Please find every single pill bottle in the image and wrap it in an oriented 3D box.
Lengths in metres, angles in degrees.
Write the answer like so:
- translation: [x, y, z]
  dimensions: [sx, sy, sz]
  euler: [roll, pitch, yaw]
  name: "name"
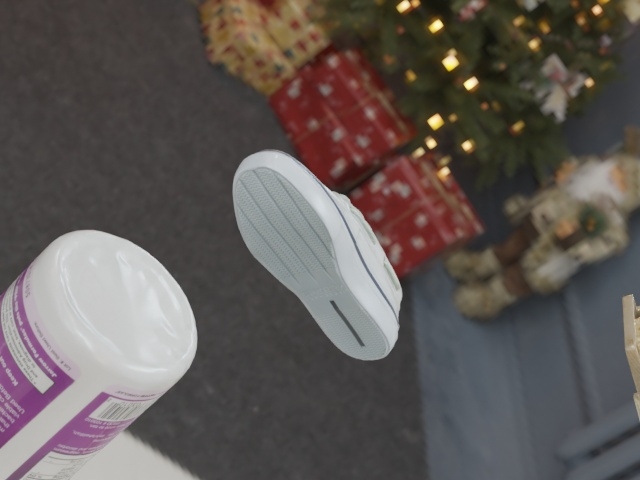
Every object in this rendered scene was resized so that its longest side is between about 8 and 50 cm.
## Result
- translation: [-0.265, 0.138, 1.391]
  dimensions: [0.169, 0.301, 0.169]
  euler: [33, 33, -25]
  name: "pill bottle"

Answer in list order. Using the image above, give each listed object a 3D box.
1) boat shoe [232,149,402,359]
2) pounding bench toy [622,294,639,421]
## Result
- translation: [0.000, 0.000, 1.201]
  dimensions: [0.226, 0.083, 0.075]
  euler: [62, 35, -38]
  name: "boat shoe"
- translation: [0.189, 0.063, 0.741]
  dimensions: [0.083, 0.065, 0.052]
  euler: [-72, 146, -61]
  name: "pounding bench toy"
